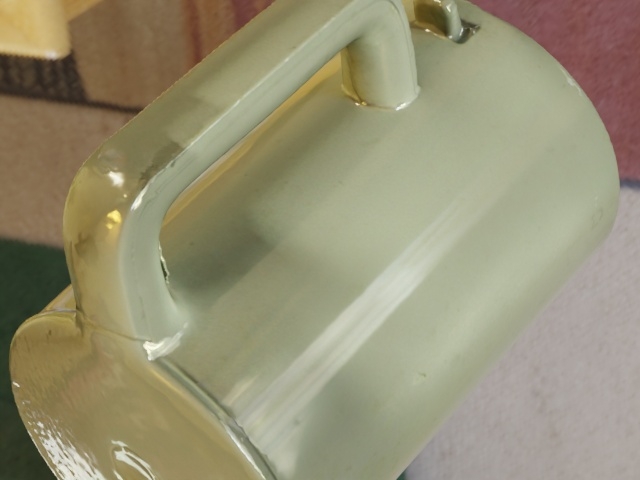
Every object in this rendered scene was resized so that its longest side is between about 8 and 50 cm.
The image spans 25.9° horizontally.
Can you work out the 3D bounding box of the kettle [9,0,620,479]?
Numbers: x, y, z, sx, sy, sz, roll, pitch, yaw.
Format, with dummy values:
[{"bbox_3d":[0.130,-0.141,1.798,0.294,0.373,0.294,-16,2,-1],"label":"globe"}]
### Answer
[{"bbox_3d":[0.010,0.012,0.750,0.205,0.318,0.265,43,146,6],"label":"kettle"}]
